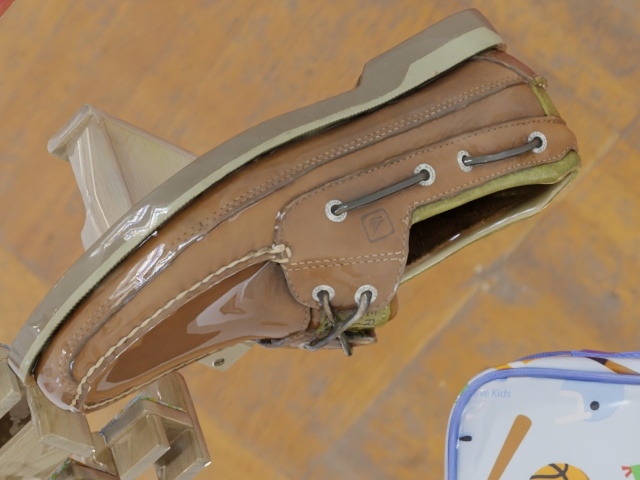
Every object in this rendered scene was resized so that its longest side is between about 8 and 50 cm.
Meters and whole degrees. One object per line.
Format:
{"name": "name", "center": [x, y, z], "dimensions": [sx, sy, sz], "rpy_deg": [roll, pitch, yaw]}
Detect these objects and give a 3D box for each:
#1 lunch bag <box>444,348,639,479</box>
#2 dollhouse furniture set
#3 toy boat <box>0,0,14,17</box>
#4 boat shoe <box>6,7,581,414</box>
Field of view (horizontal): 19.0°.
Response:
{"name": "lunch bag", "center": [0.217, 0.172, 1.051], "dimensions": [0.303, 0.115, 0.243], "rpy_deg": [3, 87, 18]}
{"name": "dollhouse furniture set", "center": [-0.169, 0.060, 1.243], "dimensions": [0.242, 0.161, 0.212], "rpy_deg": [-43, 137, 23]}
{"name": "toy boat", "center": [-0.221, -0.244, 1.192], "dimensions": [0.151, 0.231, 0.151], "rpy_deg": [34, 153, -2]}
{"name": "boat shoe", "center": [0.000, 0.000, 0.906], "dimensions": [0.104, 0.307, 0.110], "rpy_deg": [50, 157, 11]}
